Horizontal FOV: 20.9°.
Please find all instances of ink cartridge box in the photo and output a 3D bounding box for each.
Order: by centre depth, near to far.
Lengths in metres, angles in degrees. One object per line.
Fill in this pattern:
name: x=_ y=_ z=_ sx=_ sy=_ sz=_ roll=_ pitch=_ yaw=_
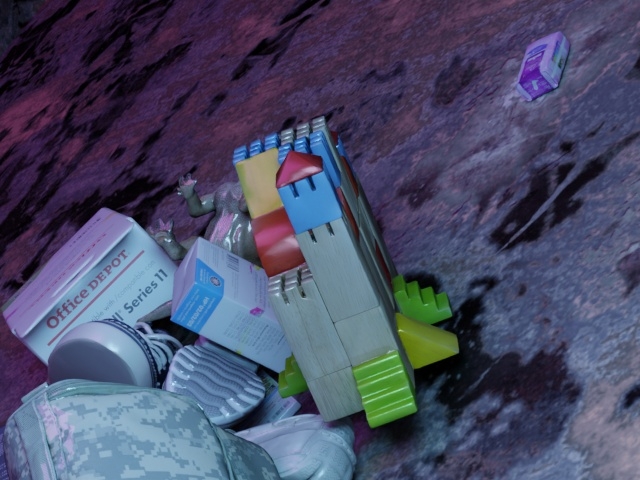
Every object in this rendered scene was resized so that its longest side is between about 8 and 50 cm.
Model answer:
ink cartridge box: x=-0.074 y=0.081 z=1.954 sx=0.062 sy=0.181 sz=0.104 roll=-55 pitch=17 yaw=25
ink cartridge box: x=-0.289 y=0.073 z=2.221 sx=0.207 sy=0.119 sz=0.353 roll=-45 pitch=12 yaw=-6

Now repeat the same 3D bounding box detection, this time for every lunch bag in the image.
lunch bag: x=-0.152 y=0.285 z=1.526 sx=0.212 sy=0.256 sz=0.305 roll=-39 pitch=45 yaw=16

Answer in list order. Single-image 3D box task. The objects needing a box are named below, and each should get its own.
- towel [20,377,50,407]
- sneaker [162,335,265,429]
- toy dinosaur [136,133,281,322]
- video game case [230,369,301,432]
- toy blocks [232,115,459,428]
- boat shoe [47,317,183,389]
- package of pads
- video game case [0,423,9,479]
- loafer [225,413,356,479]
towel: x=-0.343 y=0.205 z=2.336 sx=0.110 sy=0.027 sz=0.148 roll=-50 pitch=24 yaw=-17
sneaker: x=-0.125 y=0.178 z=1.906 sx=0.115 sy=0.105 sz=0.281 roll=-60 pitch=-2 yaw=10
toy dinosaur: x=-0.091 y=0.004 z=2.109 sx=0.127 sy=0.200 sz=0.296 roll=28 pitch=87 yaw=36
video game case: x=-0.073 y=0.195 z=1.942 sx=0.087 sy=0.011 sz=0.122 roll=-47 pitch=24 yaw=-5
toy blocks: x=0.000 y=0.000 z=1.766 sx=0.190 sy=0.261 sz=0.381 roll=-21 pitch=18 yaw=7
boat shoe: x=-0.223 y=0.139 z=1.998 sx=0.158 sy=0.127 sz=0.340 roll=-54 pitch=-4 yaw=-29
package of pads: x=0.261 y=-0.206 z=2.044 sx=0.050 sy=0.032 sz=0.083 roll=-27 pitch=29 yaw=39
video game case: x=-0.448 y=0.356 z=2.226 sx=0.196 sy=0.026 sz=0.274 roll=-30 pitch=34 yaw=29
loafer: x=-0.096 y=0.253 z=1.774 sx=0.319 sy=0.112 sz=0.111 roll=-18 pitch=29 yaw=31
